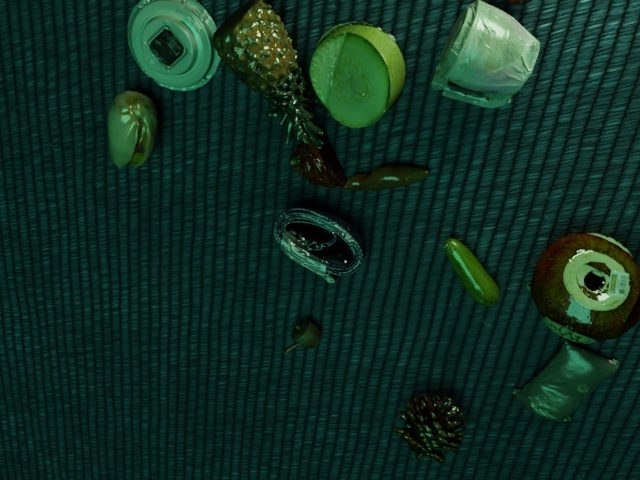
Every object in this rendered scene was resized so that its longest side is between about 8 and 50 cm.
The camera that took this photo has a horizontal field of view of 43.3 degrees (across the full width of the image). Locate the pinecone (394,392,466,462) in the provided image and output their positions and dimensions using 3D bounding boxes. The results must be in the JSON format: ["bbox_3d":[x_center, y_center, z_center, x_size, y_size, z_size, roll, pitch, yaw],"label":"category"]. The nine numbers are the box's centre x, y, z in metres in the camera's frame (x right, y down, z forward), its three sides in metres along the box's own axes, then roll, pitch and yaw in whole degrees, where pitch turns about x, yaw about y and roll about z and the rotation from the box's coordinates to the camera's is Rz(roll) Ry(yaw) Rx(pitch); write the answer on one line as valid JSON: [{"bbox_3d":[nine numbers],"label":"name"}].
[{"bbox_3d":[0.294,0.489,2.124,0.179,0.150,0.195,30,125,0],"label":"pinecone"}]

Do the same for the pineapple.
[{"bbox_3d":[-0.089,-0.349,1.760,0.169,0.169,0.340,-23,118,29],"label":"pineapple"}]

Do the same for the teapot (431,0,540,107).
[{"bbox_3d":[0.329,-0.344,1.602,0.178,0.163,0.221,23,125,-4],"label":"teapot"}]

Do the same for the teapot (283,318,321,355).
[{"bbox_3d":[-0.056,0.263,2.145,0.080,0.110,0.085,42,169,-25],"label":"teapot"}]

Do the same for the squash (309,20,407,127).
[{"bbox_3d":[0.067,-0.347,1.717,0.220,0.133,0.220,12,124,19],"label":"squash"}]

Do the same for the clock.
[{"bbox_3d":[-0.342,-0.447,1.837,0.236,0.053,0.236,8,122,13],"label":"clock"}]

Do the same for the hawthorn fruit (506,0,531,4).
[{"bbox_3d":[0.385,-0.491,1.547,0.077,0.077,0.077,9,122,14],"label":"hawthorn fruit"}]

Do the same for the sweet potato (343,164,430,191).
[{"bbox_3d":[0.150,-0.144,1.848,0.202,0.055,0.058,-7,118,22],"label":"sweet potato"}]

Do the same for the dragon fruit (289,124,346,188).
[{"bbox_3d":[-0.019,-0.174,1.876,0.106,0.083,0.162,-13,117,28],"label":"dragon fruit"}]

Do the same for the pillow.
[{"bbox_3d":[0.600,0.356,1.994,0.169,0.059,0.255,31,126,3],"label":"pillow"}]

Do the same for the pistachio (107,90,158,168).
[{"bbox_3d":[-0.457,-0.271,1.952,0.145,0.117,0.200,50,142,33],"label":"pistachio"}]

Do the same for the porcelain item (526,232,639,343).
[{"bbox_3d":[0.584,0.112,1.785,0.253,0.253,0.253,9,122,14],"label":"porcelain item"}]

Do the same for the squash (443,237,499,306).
[{"bbox_3d":[0.355,0.076,1.904,0.066,0.066,0.201,-30,106,31],"label":"squash"}]

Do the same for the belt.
[{"bbox_3d":[0.000,0.000,1.949,0.230,0.126,0.139,28,101,2],"label":"belt"}]
